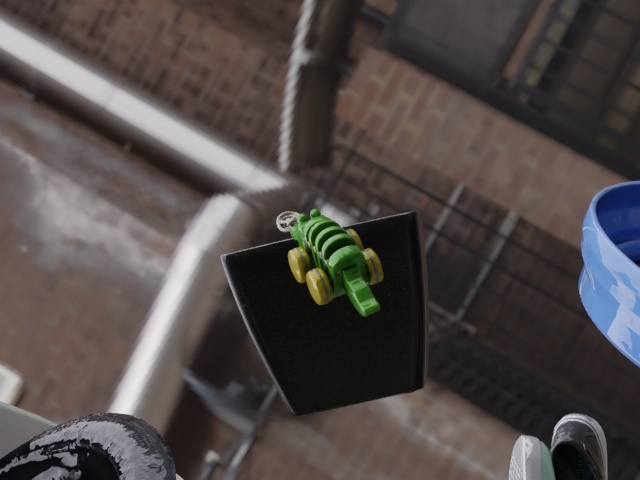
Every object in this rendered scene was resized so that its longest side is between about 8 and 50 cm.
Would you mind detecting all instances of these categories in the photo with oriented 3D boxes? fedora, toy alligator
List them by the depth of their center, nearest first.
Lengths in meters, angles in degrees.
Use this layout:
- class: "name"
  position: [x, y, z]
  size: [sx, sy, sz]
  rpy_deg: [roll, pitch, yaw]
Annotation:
- class: "fedora"
  position: [-0.199, 0.292, 1.227]
  size: [0.334, 0.152, 0.334]
  rpy_deg: [-33, 30, 22]
- class: "toy alligator"
  position: [0.000, 0.000, 1.260]
  size: [0.056, 0.190, 0.051]
  rpy_deg: [-20, -58, -15]

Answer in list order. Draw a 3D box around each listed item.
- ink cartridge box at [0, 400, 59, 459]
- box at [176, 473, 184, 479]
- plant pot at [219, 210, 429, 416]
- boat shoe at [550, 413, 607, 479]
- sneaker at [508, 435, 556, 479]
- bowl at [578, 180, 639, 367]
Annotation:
- class: "ink cartridge box"
  position: [-0.338, 0.208, 1.356]
  size: [0.235, 0.056, 0.171]
  rpy_deg: [36, -103, -54]
- class: "box"
  position: [-0.228, 0.526, 2.107]
  size: [0.345, 0.215, 0.168]
  rpy_deg: [-45, -33, -22]
- class: "plant pot"
  position: [0.023, 0.073, 1.514]
  size: [0.188, 0.187, 0.167]
  rpy_deg: [17, -120, -85]
- class: "boat shoe"
  position: [0.296, 0.309, 1.745]
  size: [0.076, 0.080, 0.229]
  rpy_deg: [-37, -57, -60]
- class: "sneaker"
  position: [0.292, 0.322, 1.674]
  size: [0.094, 0.151, 0.256]
  rpy_deg: [138, 120, -85]
- class: "bowl"
  position: [0.392, 0.065, 1.259]
  size: [0.391, 0.391, 0.077]
  rpy_deg: [-31, -40, -62]
